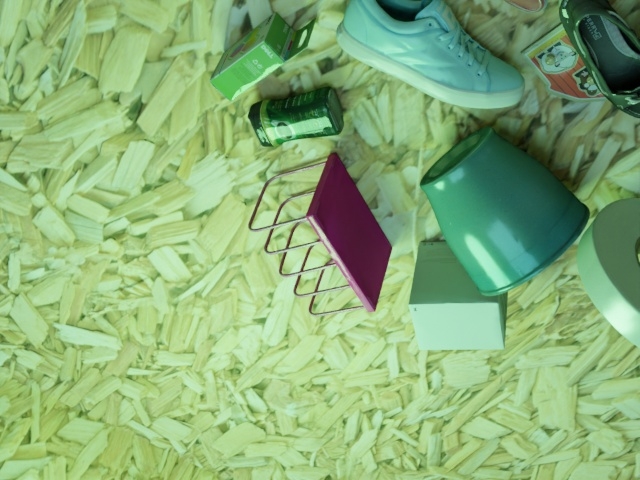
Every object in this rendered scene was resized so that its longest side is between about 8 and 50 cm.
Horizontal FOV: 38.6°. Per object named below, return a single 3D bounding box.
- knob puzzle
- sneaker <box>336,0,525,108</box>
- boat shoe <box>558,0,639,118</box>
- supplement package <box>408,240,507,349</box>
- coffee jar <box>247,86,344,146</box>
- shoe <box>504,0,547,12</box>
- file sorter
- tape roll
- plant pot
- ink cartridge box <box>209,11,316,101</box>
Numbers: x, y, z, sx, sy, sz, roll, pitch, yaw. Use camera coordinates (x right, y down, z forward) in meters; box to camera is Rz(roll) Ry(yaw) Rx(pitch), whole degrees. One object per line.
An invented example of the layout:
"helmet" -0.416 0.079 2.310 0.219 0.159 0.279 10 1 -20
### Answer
"knob puzzle" 0.495 -0.323 1.680 0.213 0.030 0.213 7 133 8
"sneaker" 0.214 -0.357 1.650 0.365 0.135 0.150 19 137 -4
"boat shoe" 0.523 -0.308 1.604 0.112 0.096 0.335 -31 125 26
"supplement package" 0.310 0.119 2.018 0.194 0.203 0.149 -2 131 17
"coffee jar" -0.051 -0.249 1.857 0.184 0.079 0.096 -8 133 20
"shoe" 0.318 -0.438 1.583 0.178 0.081 0.063 32 132 -15
"file sorter" 0.000 0.000 1.995 0.182 0.202 0.291 -13 128 29
"tape roll" 0.683 0.079 1.755 0.391 0.392 0.072 20 134 -4
"plant pot" 0.343 -0.075 1.809 0.271 0.272 0.255 -34 101 37
"ink cartridge box" -0.110 -0.364 1.746 0.209 0.109 0.062 -28 121 34
